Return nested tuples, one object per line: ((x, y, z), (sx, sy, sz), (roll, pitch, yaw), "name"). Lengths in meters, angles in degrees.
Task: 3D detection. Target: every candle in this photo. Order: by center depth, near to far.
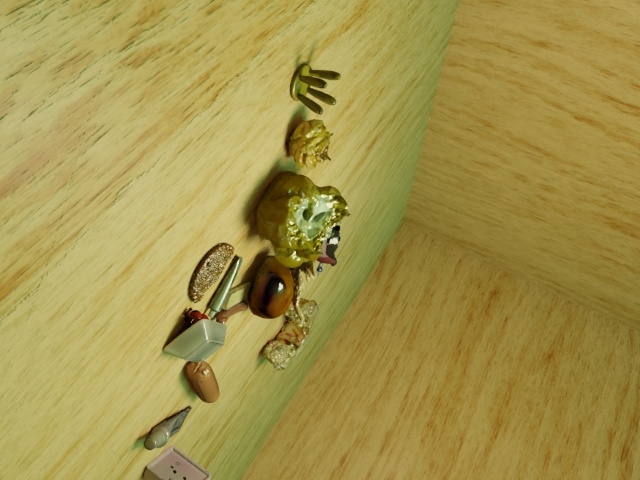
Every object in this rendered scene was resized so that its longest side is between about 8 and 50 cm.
((-0.369, 0.281, 1.524), (0.051, 0.048, 0.329), (-42, 160, -13), "candle")

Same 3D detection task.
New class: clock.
((-0.515, 0.852, 1.681), (0.063, 0.197, 0.150), (-67, 164, 16), "clock")

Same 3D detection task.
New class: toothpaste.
((-0.308, 0.151, 1.527), (0.218, 0.041, 0.064), (-63, 176, -11), "toothpaste")
((-0.524, 0.652, 1.613), (0.099, 0.068, 0.282), (-33, 173, 3), "toothpaste")

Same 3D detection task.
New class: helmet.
((0.000, 0.000, 2.032), (0.253, 0.154, 0.198), (112, -28, -51), "helmet")

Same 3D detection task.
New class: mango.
((-0.184, 0.190, 1.737), (0.201, 0.153, 0.287), (-42, 162, -27), "mango")

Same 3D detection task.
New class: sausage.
((-0.312, 0.251, 1.648), (0.177, 0.041, 0.047), (-27, 100, -65), "sausage")
((-0.412, 0.503, 1.657), (0.086, 0.086, 0.289), (-52, 160, -33), "sausage")

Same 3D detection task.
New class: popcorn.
((-0.033, -0.308, 1.501), (0.167, 0.152, 0.148), (104, -1, -64), "popcorn")

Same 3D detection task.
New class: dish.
((-0.365, 0.327, 1.466), (0.154, 0.064, 0.234), (-39, 161, 0), "dish")

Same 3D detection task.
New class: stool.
((-0.015, -0.447, 1.371), (0.135, 0.111, 0.134), (-62, 164, -1), "stool")

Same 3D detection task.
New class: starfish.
((-0.084, 0.127, 1.835), (0.432, 0.083, 0.323), (-106, -155, -57), "starfish")

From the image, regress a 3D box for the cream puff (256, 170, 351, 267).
((-0.086, -0.084, 1.565), (0.323, 0.270, 0.274), (-54, -165, -27), "cream puff")

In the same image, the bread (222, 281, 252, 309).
((-0.294, 0.192, 1.644), (0.154, 0.028, 0.068), (-27, 140, -65), "bread")

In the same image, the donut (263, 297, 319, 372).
((-0.135, 0.442, 2.292), (0.370, 0.150, 0.307), (-65, 164, 5), "donut")

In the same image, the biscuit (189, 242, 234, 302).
((-0.327, 0.088, 1.389), (0.206, 0.025, 0.126), (-58, 163, -18), "biscuit")

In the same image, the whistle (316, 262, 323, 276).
((-0.003, 0.149, 2.466), (0.033, 0.029, 0.083), (-60, 167, -81), "whistle")
